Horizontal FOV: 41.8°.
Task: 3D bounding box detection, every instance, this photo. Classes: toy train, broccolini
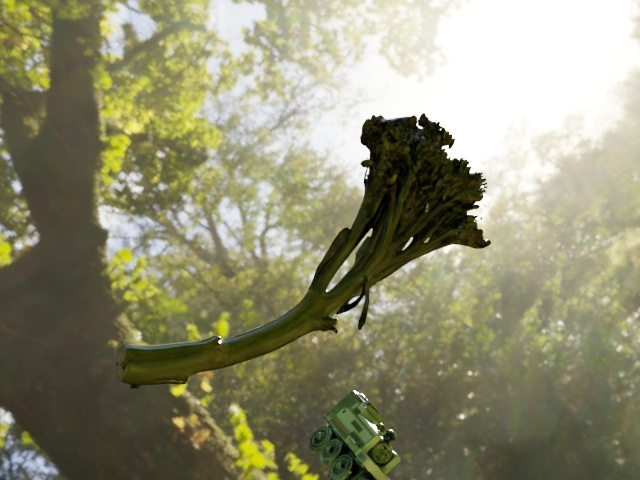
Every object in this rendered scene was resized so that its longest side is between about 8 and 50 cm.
[{"bbox_3d":[0.025,0.140,0.569,0.053,0.033,0.083,-42,22,-6],"label":"toy train"},{"bbox_3d":[-0.007,0.005,0.518,0.271,0.062,0.123,-27,-66,-21],"label":"broccolini"}]
